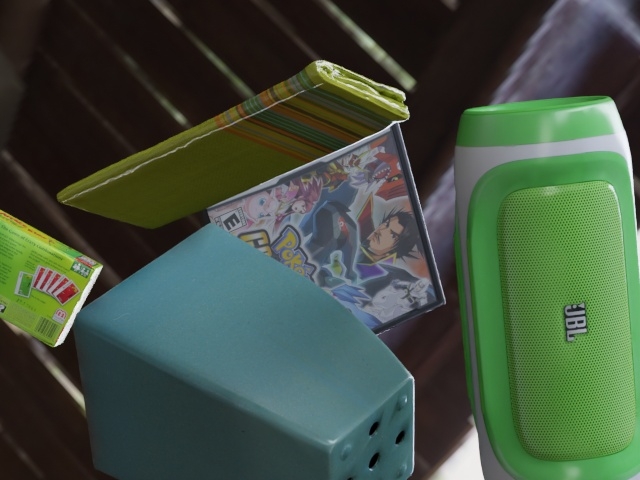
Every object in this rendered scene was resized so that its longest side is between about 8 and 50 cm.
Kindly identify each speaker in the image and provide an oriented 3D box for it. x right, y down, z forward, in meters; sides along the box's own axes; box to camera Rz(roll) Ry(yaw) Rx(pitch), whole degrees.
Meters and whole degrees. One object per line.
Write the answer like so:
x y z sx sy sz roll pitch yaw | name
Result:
0.167 0.050 1.179 0.131 0.296 0.131 -6 -173 1 | speaker

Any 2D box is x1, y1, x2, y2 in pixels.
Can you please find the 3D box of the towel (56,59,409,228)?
-0.062 -0.062 1.122 0.237 0.021 0.102 -22 154 32 | towel

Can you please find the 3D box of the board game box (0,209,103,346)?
-0.325 0.024 1.678 0.092 0.181 0.043 -62 179 5 | board game box

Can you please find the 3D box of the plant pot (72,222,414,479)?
-0.049 0.128 1.309 0.166 0.234 0.165 -36 137 -38 | plant pot

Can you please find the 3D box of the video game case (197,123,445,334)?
0.000 0.000 1.872 0.248 0.035 0.274 -24 115 -16 | video game case
